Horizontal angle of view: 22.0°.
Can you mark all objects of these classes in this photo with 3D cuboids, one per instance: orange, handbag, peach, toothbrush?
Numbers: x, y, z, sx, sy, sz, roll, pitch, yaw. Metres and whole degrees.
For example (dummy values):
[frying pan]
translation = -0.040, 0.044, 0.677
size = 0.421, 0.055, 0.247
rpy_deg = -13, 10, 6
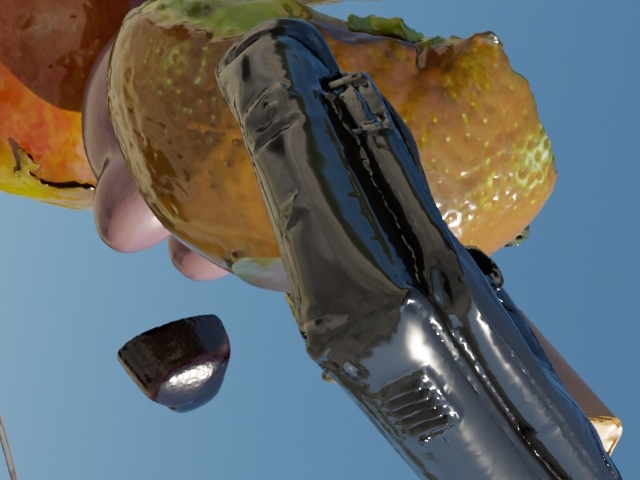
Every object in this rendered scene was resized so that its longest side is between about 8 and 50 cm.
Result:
[orange]
translation = 0.002, -0.057, 1.205
size = 0.262, 0.334, 0.196
rpy_deg = -178, -82, -67
[handbag]
translation = 0.054, 0.031, 0.856
size = 0.088, 0.275, 0.244
rpy_deg = -33, -136, 10
[peach]
translation = -0.266, -0.215, 1.732
size = 0.370, 0.370, 0.370
rpy_deg = -171, -90, -70
[toothbrush]
translation = -0.251, 0.142, 1.287
size = 0.008, 0.006, 0.097
rpy_deg = -35, 114, -68

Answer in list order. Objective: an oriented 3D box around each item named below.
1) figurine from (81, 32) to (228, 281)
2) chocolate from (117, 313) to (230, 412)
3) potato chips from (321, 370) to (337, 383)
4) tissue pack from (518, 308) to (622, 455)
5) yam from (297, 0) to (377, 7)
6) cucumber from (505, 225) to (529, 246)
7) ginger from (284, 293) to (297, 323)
[figurine]
translation = -0.093, -0.119, 1.478
size = 0.261, 0.269, 0.211
rpy_deg = -38, -116, 17
[chocolate]
translation = -0.155, 0.152, 1.927
size = 0.080, 0.125, 0.149
rpy_deg = 62, 5, 26
[potato chips]
translation = 0.079, 0.075, 1.553
size = 0.195, 0.062, 0.208
rpy_deg = -51, -173, -17
[tissue pack]
translation = 0.260, 0.233, 2.254
size = 0.274, 0.145, 0.194
rpy_deg = 53, -53, 47
[yam]
translation = -0.022, -0.285, 1.842
size = 0.274, 0.061, 0.061
rpy_deg = -2, -102, 36
[cucumber]
translation = 0.139, -0.007, 1.899
size = 0.245, 0.067, 0.067
rpy_deg = -15, -113, 50
[ginger]
translation = 0.002, 0.003, 1.704
size = 0.118, 0.065, 0.299
rpy_deg = -26, -154, 16
